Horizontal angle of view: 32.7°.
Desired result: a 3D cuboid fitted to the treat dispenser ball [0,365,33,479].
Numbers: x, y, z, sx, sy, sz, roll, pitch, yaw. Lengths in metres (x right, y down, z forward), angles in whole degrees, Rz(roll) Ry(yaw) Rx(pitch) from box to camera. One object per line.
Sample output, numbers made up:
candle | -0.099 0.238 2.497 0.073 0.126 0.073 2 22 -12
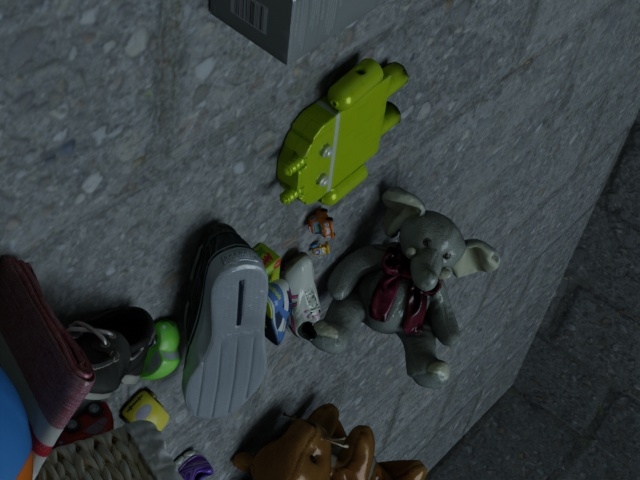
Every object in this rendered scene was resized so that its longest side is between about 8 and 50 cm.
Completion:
treat dispenser ball | -0.401 0.202 0.960 0.288 0.288 0.288 -43 156 -25

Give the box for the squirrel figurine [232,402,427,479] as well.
squirrel figurine | -0.034 0.530 2.233 0.397 0.281 0.370 -57 152 2

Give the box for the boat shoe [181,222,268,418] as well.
boat shoe | -0.139 0.118 1.588 0.121 0.119 0.335 -1 131 -21

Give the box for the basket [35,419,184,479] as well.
basket | -0.310 0.477 1.453 0.266 0.331 0.328 -7 133 -32

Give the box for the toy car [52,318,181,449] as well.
toy car | -0.260 0.218 1.583 0.225 0.053 0.239 -60 158 15

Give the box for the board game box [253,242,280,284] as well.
board game box | -0.112 0.095 1.716 0.092 0.043 0.181 -40 154 -31

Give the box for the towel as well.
towel | -0.354 0.209 1.151 0.037 0.237 0.329 19 108 -40

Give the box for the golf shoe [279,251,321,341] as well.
golf shoe | -0.026 0.094 1.834 0.067 0.086 0.186 -38 152 -31

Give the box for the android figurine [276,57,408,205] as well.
android figurine | 0.030 -0.154 1.624 0.273 0.056 0.248 -41 155 -34

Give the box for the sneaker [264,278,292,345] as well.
sneaker | -0.069 0.113 1.698 0.059 0.053 0.144 -45 158 -27

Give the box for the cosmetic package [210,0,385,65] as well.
cosmetic package | 0.000 -0.312 1.232 0.238 0.127 0.107 -42 156 -31

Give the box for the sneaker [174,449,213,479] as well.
sneaker | -0.256 0.442 1.902 0.170 0.071 0.068 -45 157 -19

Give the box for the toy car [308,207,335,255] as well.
toy car | 0.000 0.000 1.792 0.041 0.060 0.122 -14 139 -10

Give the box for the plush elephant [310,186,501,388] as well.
plush elephant | 0.169 0.060 1.958 0.255 0.272 0.330 -57 -169 45

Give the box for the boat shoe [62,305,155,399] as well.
boat shoe | -0.271 0.124 1.308 0.335 0.112 0.095 55 54 -86
